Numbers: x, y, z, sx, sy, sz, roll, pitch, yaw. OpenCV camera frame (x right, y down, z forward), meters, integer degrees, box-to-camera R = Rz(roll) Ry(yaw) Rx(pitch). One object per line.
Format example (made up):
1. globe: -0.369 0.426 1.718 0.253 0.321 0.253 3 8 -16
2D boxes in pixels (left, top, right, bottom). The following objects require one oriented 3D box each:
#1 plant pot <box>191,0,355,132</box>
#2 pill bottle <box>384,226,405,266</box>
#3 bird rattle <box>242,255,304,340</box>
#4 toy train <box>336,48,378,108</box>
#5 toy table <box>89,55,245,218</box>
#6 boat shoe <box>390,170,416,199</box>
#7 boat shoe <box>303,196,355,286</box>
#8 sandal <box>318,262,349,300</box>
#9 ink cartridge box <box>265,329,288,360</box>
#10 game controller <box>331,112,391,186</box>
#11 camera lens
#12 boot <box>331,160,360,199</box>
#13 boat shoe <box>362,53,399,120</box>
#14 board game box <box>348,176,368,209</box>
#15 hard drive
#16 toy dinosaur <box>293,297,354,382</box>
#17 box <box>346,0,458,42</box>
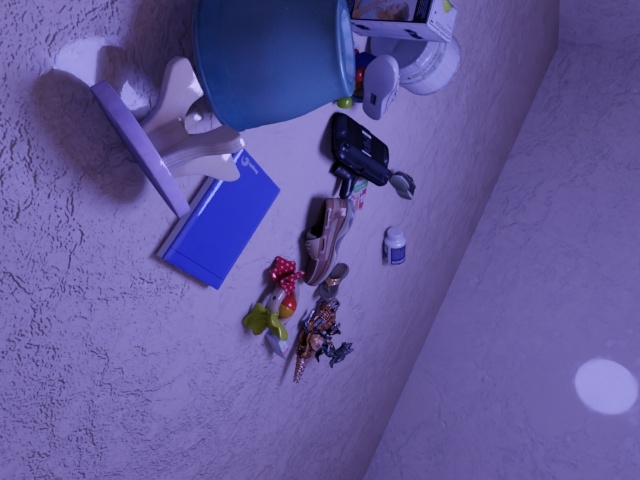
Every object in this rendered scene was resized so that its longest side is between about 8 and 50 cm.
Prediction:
1. plant pot: -0.068 -0.363 0.845 0.272 0.256 0.271 -2 90 -77
2. pill bottle: 0.332 0.027 1.913 0.094 0.094 0.169 -41 140 -36
3. bird rattle: -0.129 0.187 1.351 0.207 0.143 0.253 60 45 -65
4. toy train: 0.072 -0.447 1.249 0.248 0.105 0.143 -40 152 -36
5. toy table: -0.264 -0.186 0.790 0.161 0.252 0.274 -36 146 -17
6. boat shoe: 0.348 -0.242 1.793 0.068 0.081 0.228 -66 155 -8
7. boat shoe: 0.000 0.000 1.411 0.117 0.123 0.324 14 109 -24
8. sandal: 0.049 0.144 1.587 0.180 0.072 0.049 -54 157 -32
9. ink cartridge box: -0.141 0.349 1.441 0.029 0.063 0.115 -45 142 -28
10. game controller: 0.138 -0.293 1.410 0.319 0.067 0.166 19 60 -51
11. camera lens: 0.310 -0.603 1.379 0.274 0.220 0.219 -2 111 -55
12. boot: 0.074 -0.206 1.420 0.099 0.045 0.121 34 84 -40
13. boat shoe: 0.184 -0.446 1.225 0.088 0.096 0.267 -52 168 -12
14. board game box: 0.132 -0.233 1.520 0.124 0.039 0.259 -11 115 -53
15. hard drive: -0.239 -0.053 1.072 0.318 0.040 0.210 -60 147 -12
16. toy dinosaur: -0.015 0.367 1.606 0.322 0.164 0.218 -46 131 0
17. box: 0.195 -0.602 1.145 0.169 0.290 0.087 -9 116 -53
